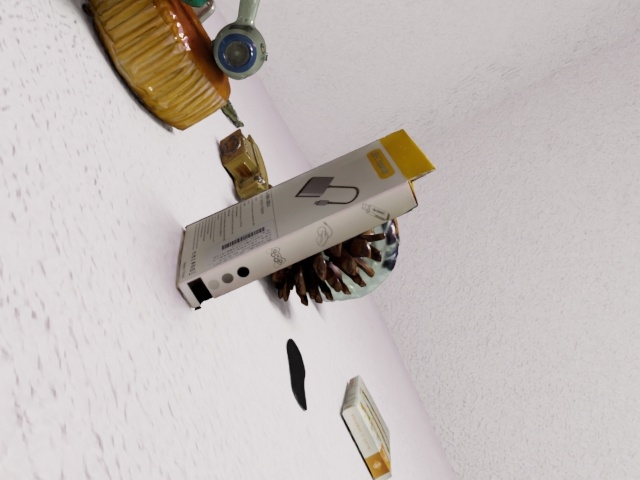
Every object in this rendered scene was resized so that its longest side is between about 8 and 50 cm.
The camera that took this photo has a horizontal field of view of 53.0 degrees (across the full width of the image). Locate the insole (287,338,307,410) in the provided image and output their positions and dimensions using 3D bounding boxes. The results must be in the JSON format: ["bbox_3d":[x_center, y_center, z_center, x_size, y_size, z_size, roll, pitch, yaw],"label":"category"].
[{"bbox_3d":[-0.029,0.169,0.829,0.053,0.002,0.152,61,5,-21],"label":"insole"}]

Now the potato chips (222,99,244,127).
[{"bbox_3d":[-0.228,-0.354,1.414,0.219,0.029,0.202,67,9,25],"label":"potato chips"}]

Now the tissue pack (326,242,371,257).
[{"bbox_3d":[0.045,0.007,1.552,0.136,0.160,0.246,63,4,-16],"label":"tissue pack"}]

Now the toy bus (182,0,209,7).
[{"bbox_3d":[-0.203,-0.375,0.565,0.199,0.183,0.343,50,17,18],"label":"toy bus"}]

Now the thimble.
[{"bbox_3d":[0.042,0.003,1.261,0.237,0.237,0.150,62,10,-9],"label":"thimble"}]

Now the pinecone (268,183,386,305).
[{"bbox_3d":[0.000,0.000,0.955,0.207,0.208,0.208,62,5,-10],"label":"pinecone"}]

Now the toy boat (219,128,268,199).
[{"bbox_3d":[-0.129,-0.129,1.083,0.077,0.057,0.200,53,11,-36],"label":"toy boat"}]

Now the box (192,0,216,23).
[{"bbox_3d":[-0.218,-0.333,0.929,0.062,0.122,0.089,42,18,-42],"label":"box"}]

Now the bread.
[{"bbox_3d":[-0.188,-0.238,0.787,0.199,0.104,0.199,61,6,-11],"label":"bread"}]

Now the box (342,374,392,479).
[{"bbox_3d":[0.079,0.303,1.059,0.122,0.032,0.220,63,4,2],"label":"box"}]

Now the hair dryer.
[{"bbox_3d":[-0.085,-0.291,0.775,0.167,0.068,0.199,-139,-119,-79],"label":"hair dryer"}]

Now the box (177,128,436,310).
[{"bbox_3d":[-0.016,-0.025,0.607,0.129,0.247,0.033,-104,169,-64],"label":"box"}]
